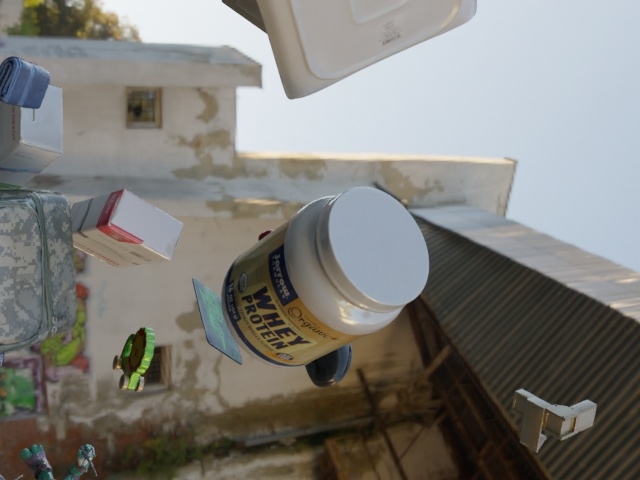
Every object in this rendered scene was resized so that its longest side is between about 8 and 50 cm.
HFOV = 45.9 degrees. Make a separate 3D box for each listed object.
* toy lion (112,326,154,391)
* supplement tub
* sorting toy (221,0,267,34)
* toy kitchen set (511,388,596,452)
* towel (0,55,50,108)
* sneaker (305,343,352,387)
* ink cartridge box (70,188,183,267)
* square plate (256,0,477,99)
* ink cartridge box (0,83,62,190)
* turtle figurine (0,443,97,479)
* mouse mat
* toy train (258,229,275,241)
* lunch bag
[{"bbox_3d":[-0.277,0.171,1.137,0.100,0.034,0.096,38,-72,59],"label":"toy lion"},{"bbox_3d":[0.002,0.065,1.236,0.316,0.228,0.228,-35,-118,47],"label":"supplement tub"},{"bbox_3d":[-0.072,-0.455,1.421,0.196,0.348,0.047,-29,-148,57],"label":"sorting toy"},{"bbox_3d":[0.317,0.247,1.038,0.083,0.075,0.068,25,-63,48],"label":"toy kitchen set"},{"bbox_3d":[-0.427,-0.224,1.074,0.119,0.029,0.067,-45,159,-85],"label":"towel"},{"bbox_3d":[-0.010,0.183,1.756,0.146,0.122,0.330,55,21,-40],"label":"sneaker"},{"bbox_3d":[-0.415,-0.019,1.567,0.218,0.158,0.092,-10,-124,45],"label":"ink cartridge box"},{"bbox_3d":[0.078,-0.376,1.084,0.344,0.347,0.049,71,-7,-56],"label":"square plate"},{"bbox_3d":[-0.599,-0.204,1.488,0.212,0.093,0.154,-27,-117,39],"label":"ink cartridge box"},{"bbox_3d":[-0.462,0.409,1.240,0.234,0.175,0.118,-2,-81,49],"label":"turtle figurine"},{"bbox_3d":[-0.236,0.184,1.732,0.152,0.007,0.189,47,16,-51],"label":"mouse mat"},{"bbox_3d":[0.000,0.000,1.583,0.143,0.248,0.105,-34,-107,39],"label":"toy train"},{"bbox_3d":[-0.588,0.059,1.345,0.256,0.213,0.305,-16,105,-74],"label":"lunch bag"}]
